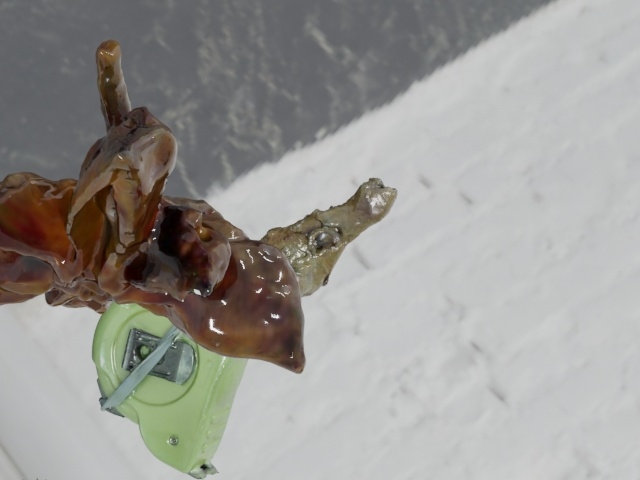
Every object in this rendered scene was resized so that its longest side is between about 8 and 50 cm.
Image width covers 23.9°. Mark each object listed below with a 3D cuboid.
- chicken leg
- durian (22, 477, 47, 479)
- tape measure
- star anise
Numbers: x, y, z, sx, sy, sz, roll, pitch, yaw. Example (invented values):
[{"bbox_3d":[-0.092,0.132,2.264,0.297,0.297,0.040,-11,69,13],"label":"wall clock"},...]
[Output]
[{"bbox_3d":[0.001,0.000,1.633,0.198,0.085,0.069,-37,178,5],"label":"chicken leg"},{"bbox_3d":[-0.223,0.271,1.231,0.168,0.137,0.158,-36,111,14],"label":"durian"},{"bbox_3d":[-0.156,0.124,1.587,0.200,0.175,0.106,-69,165,14],"label":"tape measure"},{"bbox_3d":[-0.096,0.000,0.732,0.196,0.111,0.212,34,143,-27],"label":"star anise"}]
